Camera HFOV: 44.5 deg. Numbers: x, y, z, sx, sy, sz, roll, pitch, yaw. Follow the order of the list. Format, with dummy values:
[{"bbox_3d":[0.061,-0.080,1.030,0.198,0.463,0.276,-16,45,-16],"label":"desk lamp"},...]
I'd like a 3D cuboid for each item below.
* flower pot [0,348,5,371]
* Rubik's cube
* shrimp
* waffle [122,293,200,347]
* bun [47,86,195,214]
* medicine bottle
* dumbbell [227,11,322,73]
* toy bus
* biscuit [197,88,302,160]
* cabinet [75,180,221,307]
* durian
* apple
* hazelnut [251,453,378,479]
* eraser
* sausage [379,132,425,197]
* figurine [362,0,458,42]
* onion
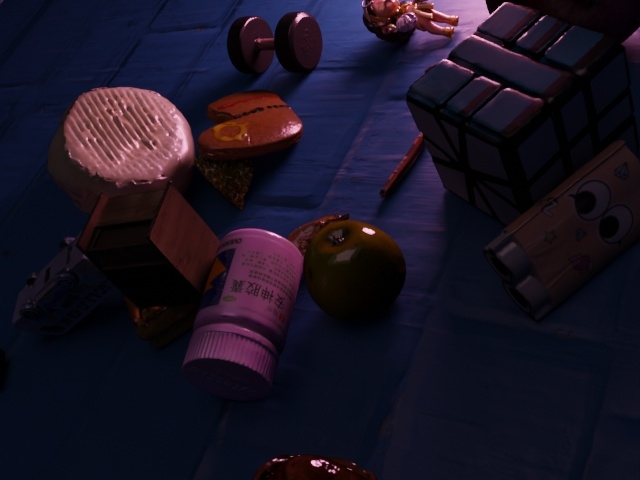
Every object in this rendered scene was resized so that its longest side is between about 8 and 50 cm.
[{"bbox_3d":[-0.767,0.285,1.778,0.111,0.111,0.089,-13,33,20],"label":"flower pot"},{"bbox_3d":[0.369,-0.216,1.430,0.283,0.293,0.288,-43,43,-7],"label":"Rubik's cube"},{"bbox_3d":[-0.002,-0.004,1.626,0.162,0.045,0.095,-29,45,2],"label":"shrimp"},{"bbox_3d":[-0.336,0.062,1.723,0.224,0.098,0.328,-33,43,-1],"label":"waffle"},{"bbox_3d":[-0.476,-0.195,1.882,0.359,0.211,0.360,11,55,-17],"label":"bun"},{"bbox_3d":[-0.144,0.139,1.487,0.178,0.178,0.291,-6,50,25],"label":"medicine bottle"},{"bbox_3d":[-0.120,-0.516,2.052,0.218,0.152,0.153,7,57,34],"label":"dumbbell"},{"bbox_3d":[-0.546,0.098,1.706,0.329,0.135,0.109,-36,42,34],"label":"toy bus"},{"bbox_3d":[-0.189,-0.289,1.889,0.262,0.052,0.277,-12,39,-20],"label":"biscuit"},{"bbox_3d":[-0.327,0.009,1.540,0.174,0.215,0.148,-7,50,25],"label":"cabinet"},{"bbox_3d":[-0.222,-0.174,1.841,0.108,0.119,0.186,-43,44,-4],"label":"durian"},{"bbox_3d":[0.059,0.051,1.467,0.196,0.157,0.197,-16,38,13],"label":"apple"},{"bbox_3d":[-0.002,0.404,1.195,0.201,0.160,0.170,-18,45,23],"label":"hazelnut"},{"bbox_3d":[0.425,-0.018,1.321,0.290,0.171,0.087,-38,21,-5],"label":"eraser"},{"bbox_3d":[0.181,-0.164,1.673,0.028,0.025,0.198,7,55,51],"label":"sausage"},{"bbox_3d":[0.216,-0.552,1.923,0.239,0.116,0.175,13,62,29],"label":"figurine"},{"bbox_3d":[0.500,-0.560,1.607,0.358,0.358,0.345,-31,41,2],"label":"onion"}]
